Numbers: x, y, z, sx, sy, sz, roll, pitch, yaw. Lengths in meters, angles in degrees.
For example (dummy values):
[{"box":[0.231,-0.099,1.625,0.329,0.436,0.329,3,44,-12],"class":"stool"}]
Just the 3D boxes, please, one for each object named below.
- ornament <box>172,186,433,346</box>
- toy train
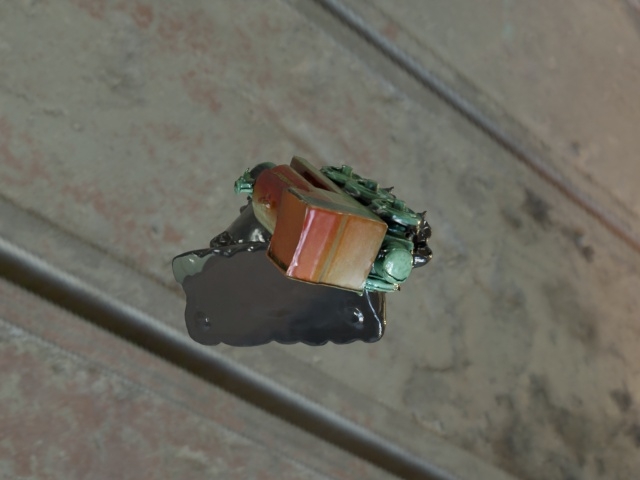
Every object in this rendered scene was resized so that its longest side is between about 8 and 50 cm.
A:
[{"box":[0.000,0.000,1.252,0.260,0.251,0.106,-47,130,-52],"class":"ornament"},{"box":[-0.001,-0.018,0.912,0.118,0.074,0.176,14,15,-29],"class":"toy train"}]
